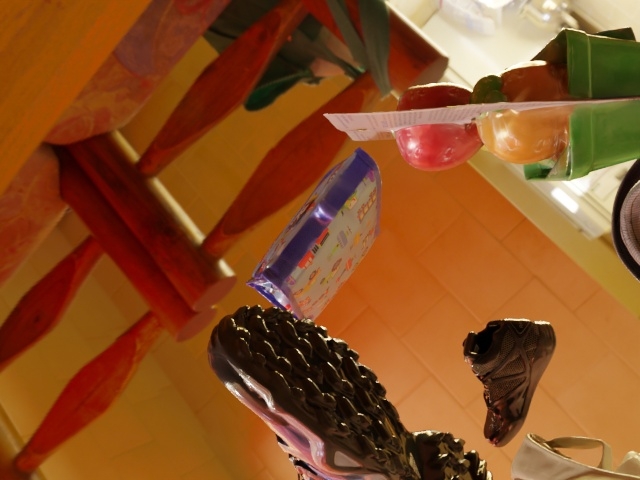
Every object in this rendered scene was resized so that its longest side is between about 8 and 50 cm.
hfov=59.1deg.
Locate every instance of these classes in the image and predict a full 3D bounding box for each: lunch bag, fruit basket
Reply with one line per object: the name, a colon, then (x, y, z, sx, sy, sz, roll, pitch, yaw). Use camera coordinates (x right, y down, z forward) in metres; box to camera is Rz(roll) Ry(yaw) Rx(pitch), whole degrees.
lunch bag: (0.000, 0.000, 0.851, 0.221, 0.138, 0.293, -52, 176, -13)
fruit basket: (0.199, -0.157, 0.680, 0.327, 0.353, 0.165, -31, 124, -79)

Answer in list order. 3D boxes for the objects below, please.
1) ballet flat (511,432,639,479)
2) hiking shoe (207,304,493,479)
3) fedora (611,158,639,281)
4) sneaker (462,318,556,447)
ballet flat: (0.292, 0.244, 0.570, 0.086, 0.086, 0.248, -35, -172, -23)
hiking shoe: (0.013, 0.181, 0.465, 0.132, 0.304, 0.113, -42, -165, 22)
fedora: (0.465, -0.031, 0.640, 0.276, 0.243, 0.124, -9, 175, 43)
sneaker: (0.273, 0.221, 0.899, 0.087, 0.130, 0.227, -79, 180, -67)
